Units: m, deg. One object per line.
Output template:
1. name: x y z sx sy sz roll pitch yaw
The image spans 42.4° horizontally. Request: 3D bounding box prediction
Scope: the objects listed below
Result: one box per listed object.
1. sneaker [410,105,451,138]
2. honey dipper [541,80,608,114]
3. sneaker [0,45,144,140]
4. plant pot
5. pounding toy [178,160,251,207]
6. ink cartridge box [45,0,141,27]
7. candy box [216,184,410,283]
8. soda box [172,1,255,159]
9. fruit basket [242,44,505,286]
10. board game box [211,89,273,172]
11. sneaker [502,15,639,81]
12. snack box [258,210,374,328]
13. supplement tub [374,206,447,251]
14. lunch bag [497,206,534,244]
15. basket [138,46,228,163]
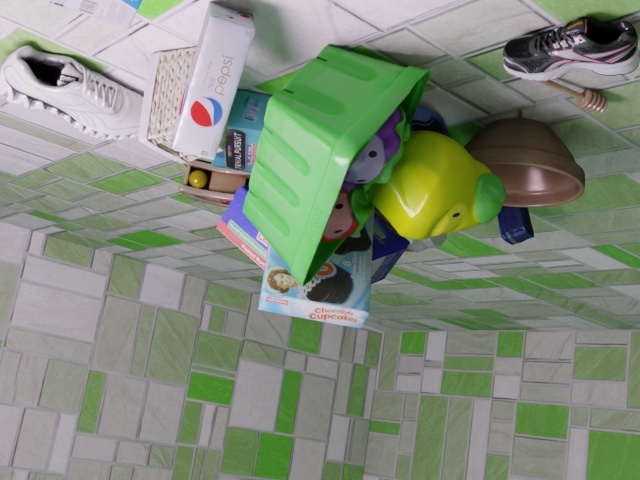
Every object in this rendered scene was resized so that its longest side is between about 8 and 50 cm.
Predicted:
1. sneaker: 0.189 -0.168 1.502 0.082 0.090 0.232 1 165 29
2. honey dipper: 0.368 -0.234 1.264 0.161 0.030 0.030 18 164 -19
3. sneaker: -0.431 -0.266 1.495 0.292 0.110 0.118 16 156 -28
4. plant pot: 0.348 -0.144 1.462 0.238 0.109 0.237 9 167 2
5. pounding toy: -0.199 -0.089 1.933 0.270 0.154 0.154 12 170 -13
6. ink cartridge box: -0.319 -0.361 1.062 0.191 0.082 0.140 16 164 -21
7. candy box: -0.007 -0.011 1.711 0.268 0.122 0.317 41 -153 20
8. soda box: -0.161 -0.234 1.224 0.069 0.216 0.074 13 -151 -17
9. fruit basket: 0.095 -0.088 1.319 0.392 0.283 0.392 25 143 21
10. board game box: -0.045 -0.187 1.602 0.336 0.079 0.254 9 166 -3
11. sneaker: 0.333 -0.266 1.101 0.178 0.071 0.077 -3 152 15
12. snack box: 0.000 0.000 1.507 0.187 0.321 0.060 11 140 -6
13. supplement tub: 0.179 -0.046 1.895 0.200 0.144 0.144 0 164 32
14. lunch bag: 0.431 -0.043 1.854 0.065 0.098 0.067 -21 150 29
15. basket: -0.221 -0.228 1.379 0.103 0.167 0.113 -8 160 32
